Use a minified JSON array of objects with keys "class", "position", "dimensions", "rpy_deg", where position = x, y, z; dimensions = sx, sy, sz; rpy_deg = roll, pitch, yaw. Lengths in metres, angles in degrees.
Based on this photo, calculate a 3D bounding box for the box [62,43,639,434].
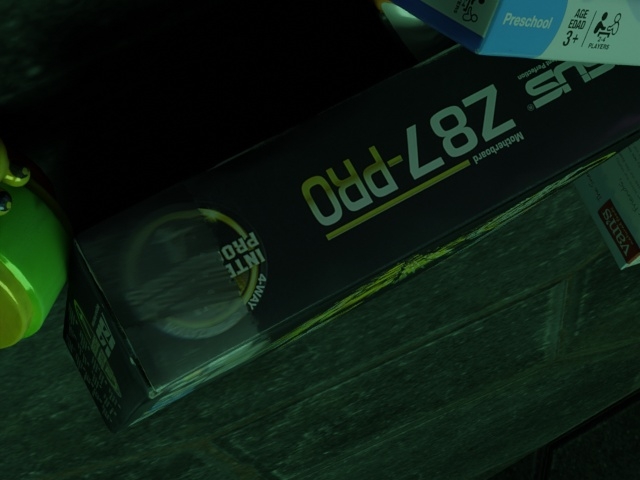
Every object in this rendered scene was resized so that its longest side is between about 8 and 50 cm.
[{"class":"box","position":[0.000,0.000,0.816],"dimensions":[0.318,0.097,0.395],"rpy_deg":[-25,175,-16]}]

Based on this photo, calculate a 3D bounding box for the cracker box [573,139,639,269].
[{"class":"cracker box","position":[0.254,-0.101,0.922],"dimensions":[0.067,0.155,0.232],"rpy_deg":[-15,160,-26]}]

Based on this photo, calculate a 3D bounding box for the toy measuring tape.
[{"class":"toy measuring tape","position":[-0.216,0.034,0.768],"dimensions":[0.121,0.121,0.330],"rpy_deg":[-13,158,-30]}]

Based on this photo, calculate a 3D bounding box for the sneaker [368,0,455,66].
[{"class":"sneaker","position":[0.052,-0.173,0.613],"dimensions":[0.121,0.099,0.262],"rpy_deg":[-35,167,8]}]

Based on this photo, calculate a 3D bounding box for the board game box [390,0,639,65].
[{"class":"board game box","position":[0.192,-0.194,0.570],"dimensions":[0.347,0.078,0.233],"rpy_deg":[-5,124,-45]}]
